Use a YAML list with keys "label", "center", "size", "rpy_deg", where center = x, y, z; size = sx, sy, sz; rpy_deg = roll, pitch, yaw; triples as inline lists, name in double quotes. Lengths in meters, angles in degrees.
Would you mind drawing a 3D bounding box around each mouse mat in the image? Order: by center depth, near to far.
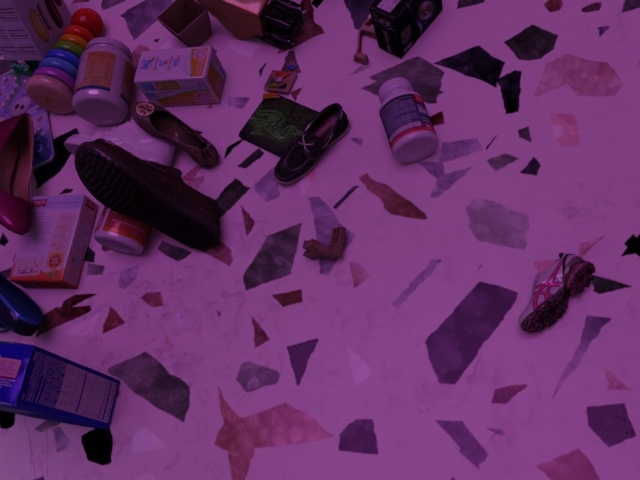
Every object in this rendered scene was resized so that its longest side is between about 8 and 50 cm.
- label: "mouse mat"
  center: [-0.097, -0.288, 1.590]
  size: [0.189, 0.007, 0.153]
  rpy_deg: [27, 77, 25]

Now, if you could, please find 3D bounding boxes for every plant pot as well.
- label: "plant pot"
  center: [-0.365, -0.595, 1.746]
  size: [0.109, 0.096, 0.109]
  rpy_deg: [-44, 64, -7]

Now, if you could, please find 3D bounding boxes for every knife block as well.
- label: "knife block"
  center: [-0.175, -0.611, 1.628]
  size: [0.242, 0.275, 0.088]
  rpy_deg: [7, 65, 50]

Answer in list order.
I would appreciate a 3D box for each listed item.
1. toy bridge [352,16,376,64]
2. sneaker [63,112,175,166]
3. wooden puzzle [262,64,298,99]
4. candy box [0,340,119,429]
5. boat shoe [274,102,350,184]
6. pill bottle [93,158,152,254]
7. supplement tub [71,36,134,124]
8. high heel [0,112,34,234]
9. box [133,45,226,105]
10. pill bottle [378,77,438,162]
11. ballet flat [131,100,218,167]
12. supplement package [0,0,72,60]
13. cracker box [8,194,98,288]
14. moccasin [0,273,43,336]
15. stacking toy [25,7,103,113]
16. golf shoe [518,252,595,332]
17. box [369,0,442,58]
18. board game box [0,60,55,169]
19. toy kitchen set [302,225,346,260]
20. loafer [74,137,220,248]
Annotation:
- label: "toy bridge"
  center: [0.132, -0.534, 1.623]
  size: [0.063, 0.026, 0.188]
  rpy_deg: [26, 76, 26]
- label: "sneaker"
  center: [-0.505, -0.273, 1.646]
  size: [0.292, 0.108, 0.169]
  rpy_deg: [11, 68, 9]
- label: "wooden puzzle"
  center: [-0.105, -0.414, 1.638]
  size: [0.078, 0.014, 0.116]
  rpy_deg: [8, 65, 19]
- label: "candy box"
  center: [-0.615, 0.294, 1.301]
  size: [0.268, 0.317, 0.122]
  rpy_deg: [4, 67, 16]
- label: "boat shoe"
  center: [-0.028, -0.233, 1.505]
  size: [0.233, 0.079, 0.084]
  rpy_deg: [-45, 70, -6]
- label: "pill bottle"
  center: [-0.455, -0.083, 1.533]
  size: [0.121, 0.121, 0.216]
  rpy_deg: [9, 70, 19]
- label: "supplement tub"
  center: [-0.583, -0.430, 1.707]
  size: [0.144, 0.144, 0.200]
  rpy_deg: [-6, 65, 13]
- label: "high heel"
  center: [-0.765, -0.178, 1.586]
  size: [0.181, 0.127, 0.377]
  rpy_deg: [-43, 57, 5]
- label: "box"
  center: [-0.366, -0.430, 1.664]
  size: [0.203, 0.114, 0.103]
  rpy_deg: [0, 66, 15]
- label: "pill bottle"
  center: [0.194, -0.280, 1.449]
  size: [0.107, 0.108, 0.180]
  rpy_deg: [-18, 64, 7]
- label: "ballet flat"
  center: [-0.359, -0.271, 1.567]
  size: [0.249, 0.058, 0.084]
  rpy_deg: [36, 64, -2]
- label: "supplement package"
  center: [-0.853, -0.659, 1.821]
  size: [0.149, 0.203, 0.194]
  rpy_deg: [6, 51, 17]
- label: "cracker box"
  center: [-0.666, 0.002, 1.583]
  size: [0.155, 0.067, 0.233]
  rpy_deg: [0, 68, 16]
- label: "moccasin"
  center: [-0.790, 0.157, 1.531]
  size: [0.341, 0.137, 0.117]
  rpy_deg: [27, 80, 38]
- label: "stacking toy"
  center: [-0.713, -0.529, 1.805]
  size: [0.141, 0.141, 0.331]
  rpy_deg: [3, 61, 17]
- label: "golf shoe"
  center: [0.450, 0.103, 1.243]
  size: [0.186, 0.067, 0.086]
  rpy_deg: [-44, 37, -6]
- label: "box"
  center: [0.213, -0.570, 1.549]
  size: [0.077, 0.147, 0.180]
  rpy_deg: [35, 79, 25]
- label: "board game box"
  center: [-0.970, -0.319, 1.817]
  size: [0.389, 0.050, 0.390]
  rpy_deg: [-23, 63, 5]
- label: "toy kitchen set"
  center: [0.000, 0.000, 1.406]
  size: [0.068, 0.083, 0.075]
  rpy_deg: [-20, 53, 54]
- label: "loafer"
  center: [-0.387, -0.116, 1.451]
  size: [0.133, 0.365, 0.130]
  rpy_deg: [-34, 31, 35]
